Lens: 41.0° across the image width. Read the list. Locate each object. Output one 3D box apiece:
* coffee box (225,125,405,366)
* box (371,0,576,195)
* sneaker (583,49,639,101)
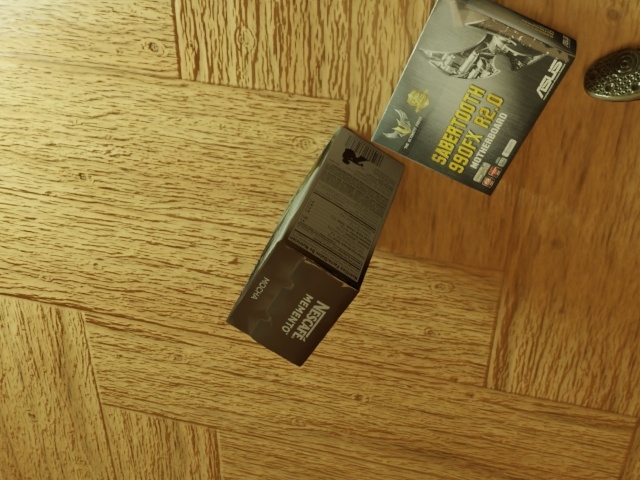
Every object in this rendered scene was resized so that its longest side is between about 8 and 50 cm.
[{"bbox_3d":[0.000,0.000,1.159,0.119,0.297,0.168,32,129,-5],"label":"coffee box"},{"bbox_3d":[0.193,-0.191,1.110,0.183,0.056,0.231,25,128,-1],"label":"box"},{"bbox_3d":[0.416,-0.192,1.029,0.188,0.066,0.071,-3,159,38],"label":"sneaker"}]
